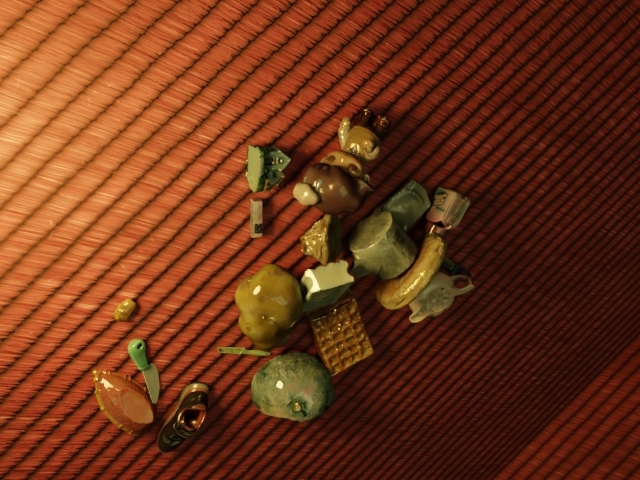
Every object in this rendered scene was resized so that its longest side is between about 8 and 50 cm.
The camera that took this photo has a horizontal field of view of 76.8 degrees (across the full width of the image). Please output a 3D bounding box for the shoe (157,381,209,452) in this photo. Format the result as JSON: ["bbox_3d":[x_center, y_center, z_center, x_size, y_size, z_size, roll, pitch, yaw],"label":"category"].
[{"bbox_3d":[-0.476,0.649,1.430,0.114,0.137,0.290,26,100,-28],"label":"shoe"}]

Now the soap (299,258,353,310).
[{"bbox_3d":[0.005,0.161,1.369,0.150,0.261,0.094,-17,71,-20],"label":"soap"}]

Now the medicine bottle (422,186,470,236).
[{"bbox_3d":[0.465,-0.098,1.531,0.095,0.119,0.187,20,101,-28],"label":"medicine bottle"}]

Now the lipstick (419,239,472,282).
[{"bbox_3d":[0.507,0.084,1.663,0.312,0.051,0.051,32,98,-29],"label":"lipstick"}]

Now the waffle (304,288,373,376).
[{"bbox_3d":[0.073,0.356,1.570,0.213,0.091,0.307,-25,119,-12],"label":"waffle"}]

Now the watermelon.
[{"bbox_3d":[-0.103,0.542,1.492,0.322,0.175,0.188,-7,109,-8],"label":"watermelon"}]

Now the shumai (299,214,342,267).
[{"bbox_3d":[0.000,0.000,1.379,0.120,0.201,0.201,6,114,18],"label":"shumai"}]

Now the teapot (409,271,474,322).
[{"bbox_3d":[0.467,0.219,1.644,0.298,0.139,0.204,-34,116,-1],"label":"teapot"}]

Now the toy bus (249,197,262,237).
[{"bbox_3d":[-0.206,-0.071,1.301,0.037,0.052,0.130,-6,113,-23],"label":"toy bus"}]

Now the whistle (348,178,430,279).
[{"bbox_3d":[0.249,-0.036,1.462,0.168,0.188,0.404,46,56,-25],"label":"whistle"}]

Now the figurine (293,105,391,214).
[{"bbox_3d":[0.091,-0.241,1.261,0.218,0.206,0.364,30,96,-4],"label":"figurine"}]

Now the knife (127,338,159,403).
[{"bbox_3d":[-0.580,0.435,1.354,0.035,0.063,0.260,3,118,22],"label":"knife"}]

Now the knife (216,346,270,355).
[{"bbox_3d":[-0.279,0.407,1.485,0.207,0.014,0.030,11,107,-25],"label":"knife"}]

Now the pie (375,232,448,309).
[{"bbox_3d":[0.330,0.104,1.435,0.075,0.337,0.337,41,92,-10],"label":"pie"}]

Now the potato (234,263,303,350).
[{"bbox_3d":[-0.173,0.236,1.360,0.219,0.202,0.350,-5,123,-13],"label":"potato"}]

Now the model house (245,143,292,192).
[{"bbox_3d":[-0.142,-0.226,1.238,0.149,0.119,0.148,-10,114,-27],"label":"model house"}]

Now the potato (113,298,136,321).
[{"bbox_3d":[-0.608,0.219,1.256,0.051,0.040,0.083,32,97,-35],"label":"potato"}]

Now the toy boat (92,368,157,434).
[{"bbox_3d":[-0.640,0.547,1.349,0.141,0.099,0.317,-56,131,-43],"label":"toy boat"}]
